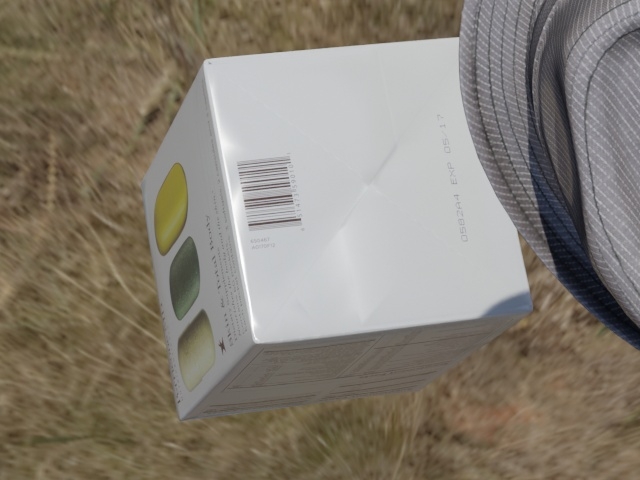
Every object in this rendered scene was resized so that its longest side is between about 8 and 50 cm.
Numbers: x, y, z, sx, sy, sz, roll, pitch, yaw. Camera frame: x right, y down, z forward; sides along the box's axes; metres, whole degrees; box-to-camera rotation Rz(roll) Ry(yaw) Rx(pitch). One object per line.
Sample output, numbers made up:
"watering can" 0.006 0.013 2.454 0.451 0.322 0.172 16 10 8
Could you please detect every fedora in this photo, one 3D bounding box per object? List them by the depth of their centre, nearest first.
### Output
"fedora" 0.174 -0.039 0.792 0.244 0.124 0.275 -28 103 25

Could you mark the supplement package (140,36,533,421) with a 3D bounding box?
"supplement package" 0.000 0.000 1.394 0.198 0.262 0.199 -6 75 -16
